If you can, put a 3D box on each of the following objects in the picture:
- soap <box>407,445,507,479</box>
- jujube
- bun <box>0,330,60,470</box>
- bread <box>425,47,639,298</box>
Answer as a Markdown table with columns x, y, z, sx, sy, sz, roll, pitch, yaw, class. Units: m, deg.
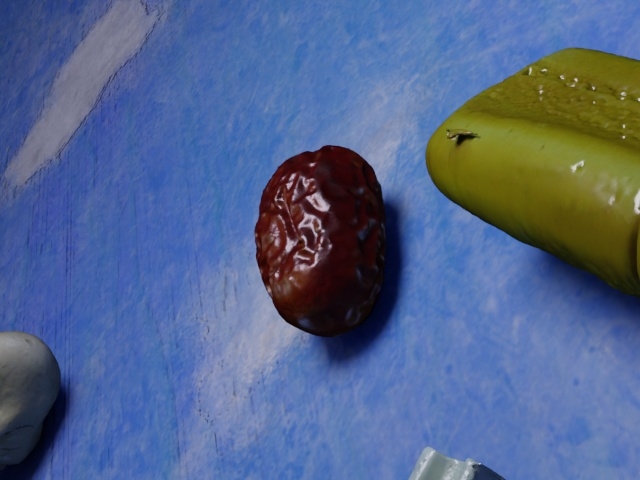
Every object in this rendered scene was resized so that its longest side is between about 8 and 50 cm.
| x | y | z | sx | sy | sz | roll | pitch | yaw | class |
| --- | --- | --- | --- | --- | --- | --- | --- | --- | --- |
| 0.070 | 0.234 | 0.860 | 0.063 | 0.114 | 0.198 | 4 | 63 | 58 | soap |
| 0.000 | 0.000 | 1.232 | 0.112 | 0.109 | 0.176 | 105 | 169 | -45 | jujube |
| -0.374 | 0.179 | 1.531 | 0.231 | 0.231 | 0.133 | -27 | 70 | 40 | bun |
| 0.212 | -0.032 | 0.928 | 0.166 | 0.112 | 0.383 | -30 | 24 | -15 | bread |
